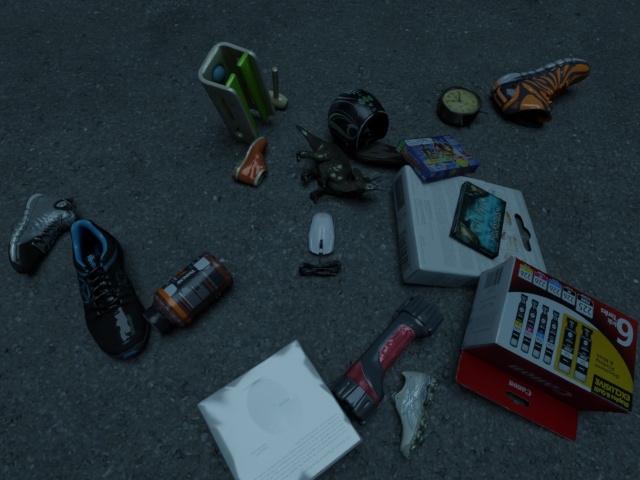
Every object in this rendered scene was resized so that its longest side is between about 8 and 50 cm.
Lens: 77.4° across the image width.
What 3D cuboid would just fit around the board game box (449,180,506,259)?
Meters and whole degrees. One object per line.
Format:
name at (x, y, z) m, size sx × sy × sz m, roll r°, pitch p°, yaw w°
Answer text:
board game box at (0.403, -0.056, 1.016) m, size 0.126 × 0.026 × 0.186 m, roll 28°, pitch 56°, yaw -4°

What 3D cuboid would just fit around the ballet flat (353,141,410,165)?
ballet flat at (0.220, -0.245, 1.176) m, size 0.250 × 0.058 × 0.084 m, roll 3°, pitch 49°, yaw 4°

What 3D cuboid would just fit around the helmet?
helmet at (0.099, -0.350, 1.153) m, size 0.169 × 0.169 × 0.161 m, roll -34°, pitch 60°, yaw -18°

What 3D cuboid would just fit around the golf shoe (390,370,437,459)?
golf shoe at (0.186, 0.363, 0.846) m, size 0.086 × 0.069 × 0.176 m, roll 11°, pitch 57°, yaw 26°

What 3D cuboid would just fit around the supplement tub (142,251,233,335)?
supplement tub at (-0.306, 0.125, 0.922) m, size 0.106 × 0.106 × 0.198 m, roll 39°, pitch 67°, yaw 18°

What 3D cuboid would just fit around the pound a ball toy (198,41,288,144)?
pound a ball toy at (-0.212, -0.422, 1.131) m, size 0.136 × 0.319 × 0.208 m, roll 22°, pitch 78°, yaw 10°

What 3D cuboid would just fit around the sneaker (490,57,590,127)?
sneaker at (0.727, -0.461, 1.283) m, size 0.322 × 0.124 × 0.179 m, roll -16°, pitch 67°, yaw 2°

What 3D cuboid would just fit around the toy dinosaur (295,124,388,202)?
toy dinosaur at (0.028, -0.204, 1.127) m, size 0.161 × 0.121 × 0.313 m, roll -22°, pitch 59°, yaw -27°

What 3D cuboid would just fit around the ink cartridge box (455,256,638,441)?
ink cartridge box at (0.476, 0.233, 0.843) m, size 0.310 × 0.130 × 0.271 m, roll 27°, pitch 65°, yaw -3°

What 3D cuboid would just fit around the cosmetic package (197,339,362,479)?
cosmetic package at (-0.077, 0.362, 0.783) m, size 0.224 × 0.138 × 0.224 m, roll -30°, pitch 65°, yaw -17°

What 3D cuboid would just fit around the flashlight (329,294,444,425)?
flashlight at (0.155, 0.253, 0.875) m, size 0.304 × 0.103 × 0.103 m, roll -40°, pitch 96°, yaw -22°

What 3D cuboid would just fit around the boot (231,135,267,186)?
boot at (-0.179, -0.226, 1.149) m, size 0.085 × 0.059 × 0.157 m, roll 24°, pitch 72°, yaw 7°

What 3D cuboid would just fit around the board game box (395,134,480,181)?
board game box at (0.322, -0.229, 1.091) m, size 0.201 × 0.035 × 0.136 m, roll -13°, pitch 56°, yaw -31°

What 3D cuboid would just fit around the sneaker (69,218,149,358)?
sneaker at (-0.498, 0.106, 0.906) m, size 0.125 × 0.139 × 0.340 m, roll -25°, pitch 67°, yaw -18°

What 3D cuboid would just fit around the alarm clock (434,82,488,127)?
alarm clock at (0.431, -0.443, 1.282) m, size 0.130 × 0.064 × 0.192 m, roll -25°, pitch 68°, yaw -15°

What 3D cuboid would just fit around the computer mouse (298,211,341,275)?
computer mouse at (0.000, 0.000, 1.037) m, size 0.106 × 0.042 × 0.192 m, roll 1°, pitch 62°, yaw 0°

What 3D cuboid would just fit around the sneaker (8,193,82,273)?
sneaker at (-0.678, -0.026, 1.004) m, size 0.132 × 0.086 × 0.228 m, roll -3°, pitch 61°, yaw -6°

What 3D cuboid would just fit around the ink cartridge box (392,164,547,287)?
ink cartridge box at (0.390, -0.025, 1.063) m, size 0.386 × 0.091 × 0.307 m, roll 9°, pitch 60°, yaw -17°
